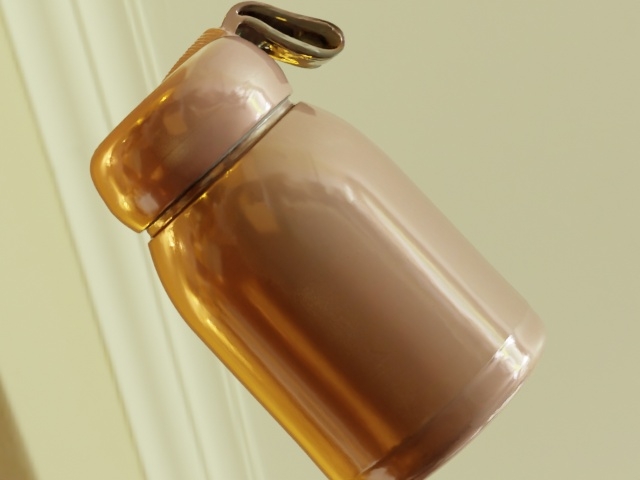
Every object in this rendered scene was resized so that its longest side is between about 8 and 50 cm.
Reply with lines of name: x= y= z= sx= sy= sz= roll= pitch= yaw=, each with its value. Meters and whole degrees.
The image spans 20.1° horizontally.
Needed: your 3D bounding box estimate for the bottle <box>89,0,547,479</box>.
bottle: x=0.000 y=0.000 z=1.161 sx=0.297 sy=0.173 sz=0.206 roll=46 pitch=-108 yaw=-3
